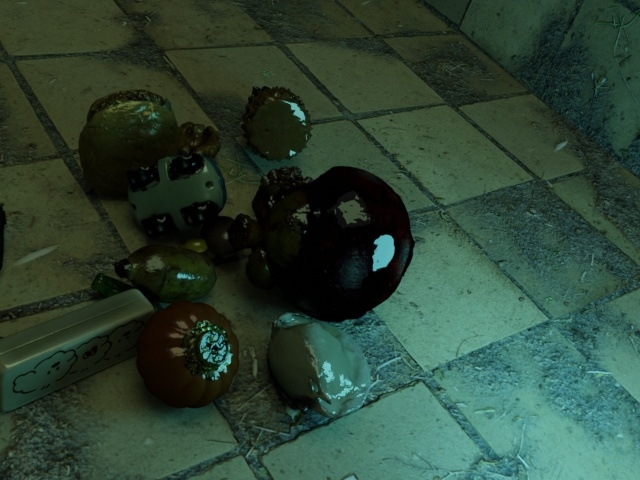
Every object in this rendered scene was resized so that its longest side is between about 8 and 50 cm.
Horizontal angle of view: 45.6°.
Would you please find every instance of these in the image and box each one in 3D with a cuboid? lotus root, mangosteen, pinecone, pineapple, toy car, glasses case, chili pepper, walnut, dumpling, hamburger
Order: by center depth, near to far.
[{"bbox_3d":[-0.497,0.214,1.528,0.336,0.144,0.076,-23,56,-39],"label":"glasses case"},{"bbox_3d":[-0.012,0.282,1.677,0.204,0.163,0.293,29,21,-51],"label":"dumpling"},{"bbox_3d":[-0.433,0.137,1.715,0.182,0.050,0.073,34,10,7],"label":"chili pepper"},{"bbox_3d":[-0.354,0.074,1.741,0.260,0.129,0.145,12,15,-46],"label":"lotus root"},{"bbox_3d":[0.013,0.018,1.829,0.421,0.381,0.381,-16,42,6],"label":"mangosteen"},{"bbox_3d":[-0.352,-0.121,1.926,0.255,0.189,0.190,-17,7,13],"label":"toy car"},{"bbox_3d":[-0.489,-0.249,1.958,0.259,0.283,0.145,-10,37,-19],"label":"hamburger"},{"bbox_3d":[-0.088,-0.114,2.064,0.150,0.179,0.195,1,16,-42],"label":"pinecone"},{"bbox_3d":[-0.362,-0.280,2.220,0.142,0.069,0.170,14,38,-6],"label":"walnut"},{"bbox_3d":[-0.146,-0.384,2.349,0.222,0.223,0.357,9,22,-13],"label":"pineapple"}]

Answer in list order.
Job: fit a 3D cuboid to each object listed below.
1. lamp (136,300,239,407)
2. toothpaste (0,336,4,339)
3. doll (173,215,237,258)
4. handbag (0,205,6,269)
[{"bbox_3d":[-0.271,0.234,1.564,0.223,0.196,0.223,14,67,-37],"label":"lamp"},{"bbox_3d":[-0.690,0.208,1.532,0.178,0.043,0.037,16,42,-5],"label":"toothpaste"},{"bbox_3d":[-0.276,0.000,1.925,0.188,0.096,0.145,-14,24,0],"label":"doll"},{"bbox_3d":[-0.834,-0.009,1.693,0.246,0.080,0.223,2,42,-22],"label":"handbag"}]
